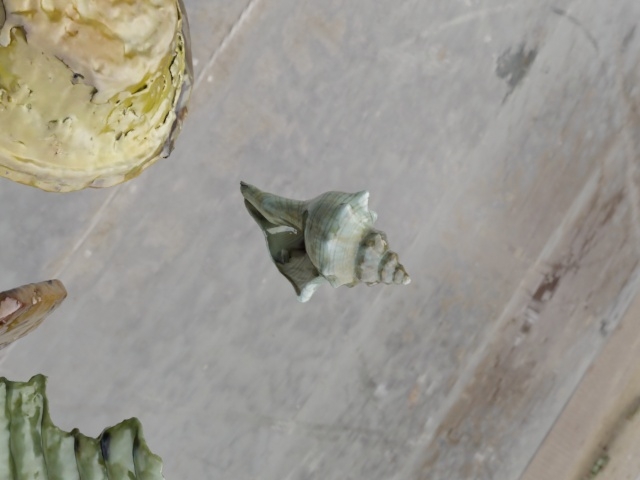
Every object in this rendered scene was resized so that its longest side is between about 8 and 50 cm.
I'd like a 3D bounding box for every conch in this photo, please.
[{"bbox_3d":[0.012,0.006,1.037,0.114,0.234,0.137,-5,100,-38],"label":"conch"}]

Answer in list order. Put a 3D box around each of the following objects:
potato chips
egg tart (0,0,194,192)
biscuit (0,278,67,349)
[{"bbox_3d":[-0.337,0.373,1.097,0.097,0.373,0.389,-24,125,-65],"label":"potato chips"},{"bbox_3d":[-0.172,-0.153,0.616,0.241,0.106,0.240,13,71,-41],"label":"egg tart"},{"bbox_3d":[-0.460,0.140,1.041,0.359,0.046,0.359,-30,179,-1],"label":"biscuit"}]
